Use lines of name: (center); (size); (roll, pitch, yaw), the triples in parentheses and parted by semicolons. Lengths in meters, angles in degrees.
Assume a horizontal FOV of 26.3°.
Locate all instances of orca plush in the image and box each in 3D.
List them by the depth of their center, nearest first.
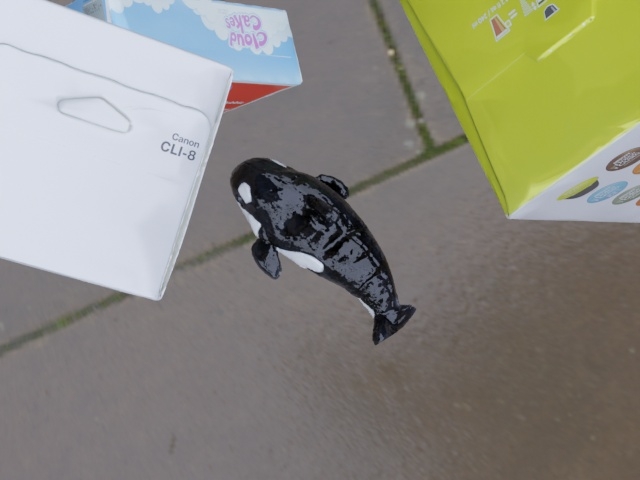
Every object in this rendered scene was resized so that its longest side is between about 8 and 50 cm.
orca plush: (0.000, 0.000, 1.663); (0.151, 0.102, 0.287); (-29, 79, -13)

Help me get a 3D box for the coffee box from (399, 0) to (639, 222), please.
coffee box: (0.353, -0.246, 1.588); (0.334, 0.337, 0.338); (1, 59, -49)

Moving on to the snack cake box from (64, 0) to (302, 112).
snack cake box: (-0.165, -0.188, 1.417); (0.264, 0.152, 0.089); (-4, 79, -51)

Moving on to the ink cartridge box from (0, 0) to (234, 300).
ink cartridge box: (-0.147, -0.055, 0.731); (0.128, 0.176, 0.127); (17, 90, -24)
